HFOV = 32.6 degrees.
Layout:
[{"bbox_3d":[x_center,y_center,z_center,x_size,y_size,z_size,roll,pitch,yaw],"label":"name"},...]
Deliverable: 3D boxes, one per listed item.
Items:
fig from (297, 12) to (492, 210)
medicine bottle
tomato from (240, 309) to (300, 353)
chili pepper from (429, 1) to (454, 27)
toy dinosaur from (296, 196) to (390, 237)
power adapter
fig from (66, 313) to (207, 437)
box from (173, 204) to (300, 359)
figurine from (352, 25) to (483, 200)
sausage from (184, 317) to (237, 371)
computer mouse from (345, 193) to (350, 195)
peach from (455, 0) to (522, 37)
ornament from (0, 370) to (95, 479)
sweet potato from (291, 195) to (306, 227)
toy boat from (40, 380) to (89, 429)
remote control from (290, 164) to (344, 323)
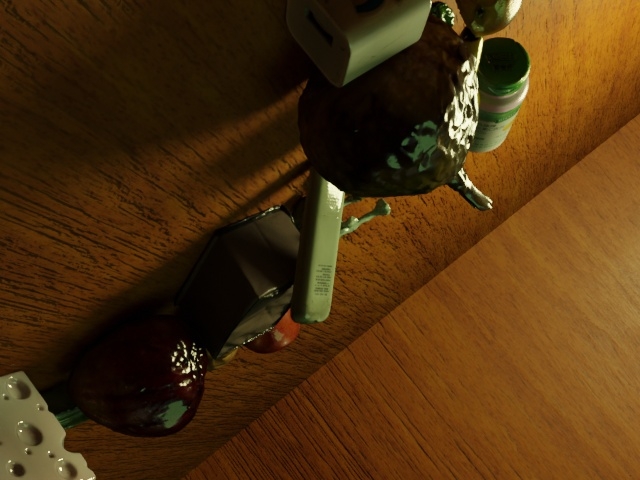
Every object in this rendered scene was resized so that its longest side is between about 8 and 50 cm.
[{"bbox_3d":[0.154,-0.158,1.612,0.369,0.286,0.286,33,114,-32],"label":"fig"},{"bbox_3d":[0.324,-0.281,2.111,0.133,0.133,0.274,-35,164,-13],"label":"medicine bottle"},{"bbox_3d":[-0.114,0.165,2.383,0.167,0.167,0.167,-36,166,-11],"label":"tomato"},{"bbox_3d":[0.194,-0.363,1.761,0.030,0.034,0.091,-8,179,23],"label":"chili pepper"},{"bbox_3d":[0.025,-0.034,2.241,0.205,0.092,0.393,-33,-177,-11],"label":"toy dinosaur"},{"bbox_3d":[0.074,-0.312,1.410,0.205,0.130,0.125,-35,165,-18],"label":"power adapter"},{"bbox_3d":[-0.327,0.256,2.027,0.263,0.224,0.224,-20,160,-24],"label":"fig"},{"bbox_3d":[-0.138,0.082,2.074,0.188,0.153,0.252,-24,161,-42],"label":"box"},{"bbox_3d":[0.149,-0.207,1.857,0.327,0.169,0.218,-34,-179,-6],"label":"figurine"},{"bbox_3d":[-0.229,0.198,2.269,0.136,0.120,0.241,-28,166,-24],"label":"sausage"},{"bbox_3d":[0.088,-0.142,2.128,0.126,0.056,0.245,-44,164,19],"label":"computer mouse"},{"bbox_3d":[0.249,-0.376,1.655,0.118,0.151,0.151,-12,153,-33],"label":"peach"},{"bbox_3d":[-0.573,0.397,1.809,0.239,0.239,0.240,-46,164,25],"label":"ornament"},{"bbox_3d":[-0.039,-0.054,2.126,0.041,0.038,0.153,10,143,-42],"label":"sweet potato"},{"bbox_3d":[-0.470,0.312,2.105,0.293,0.093,0.055,-20,139,-51],"label":"toy boat"},{"bbox_3d":[-0.001,0.000,1.985,0.090,0.038,0.309,5,93,-48],"label":"remote control"}]
